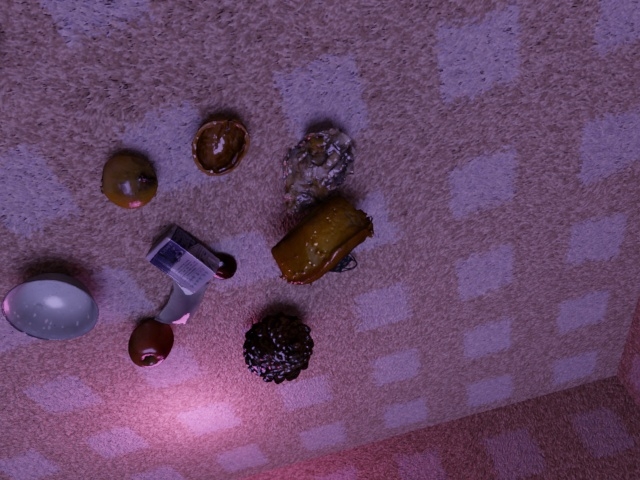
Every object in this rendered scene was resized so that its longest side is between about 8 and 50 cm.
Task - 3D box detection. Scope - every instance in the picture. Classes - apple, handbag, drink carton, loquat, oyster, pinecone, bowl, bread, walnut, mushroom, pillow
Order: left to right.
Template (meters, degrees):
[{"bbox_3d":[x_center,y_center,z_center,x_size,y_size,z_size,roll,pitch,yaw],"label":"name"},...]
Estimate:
[{"bbox_3d":[-0.959,0.208,1.781,0.314,0.146,0.313,-7,132,-8],"label":"bowl"},{"bbox_3d":[-0.603,-0.179,1.527,0.205,0.149,0.172,-13,134,19],"label":"loquat"},{"bbox_3d":[-0.689,0.420,2.005,0.181,0.168,0.181,-8,127,-11],"label":"apple"},{"bbox_3d":[-0.548,0.242,1.938,0.144,0.078,0.254,18,124,-24],"label":"pillow"},{"bbox_3d":[-0.489,0.069,1.763,0.134,0.102,0.222,-40,113,19],"label":"drink carton"},{"bbox_3d":[-0.314,-0.304,1.517,0.167,0.087,0.211,14,128,-31],"label":"walnut"},{"bbox_3d":[-0.380,0.104,1.875,0.123,0.052,0.123,-4,130,-5],"label":"mushroom"},{"bbox_3d":[-0.184,0.453,2.083,0.296,0.242,0.298,-19,101,24],"label":"pinecone"},{"bbox_3d":[-0.011,-0.222,1.632,0.238,0.114,0.351,25,121,-29],"label":"oyster"},{"bbox_3d":[0.002,-0.002,1.685,0.358,0.337,0.204,-36,99,31],"label":"bread"},{"bbox_3d":[0.091,0.085,1.945,0.139,0.072,0.115,24,120,-33],"label":"handbag"}]
